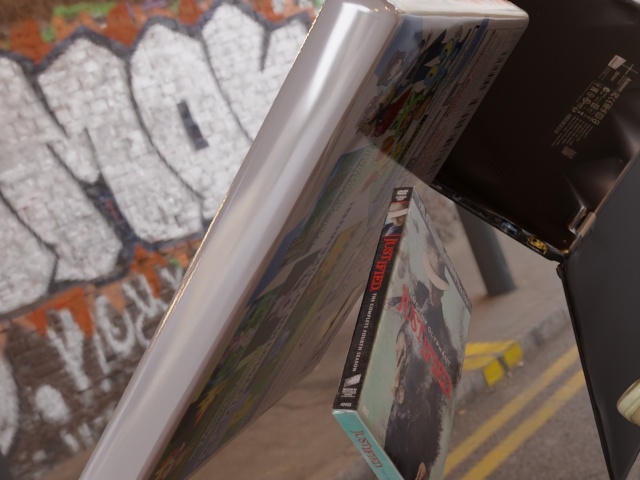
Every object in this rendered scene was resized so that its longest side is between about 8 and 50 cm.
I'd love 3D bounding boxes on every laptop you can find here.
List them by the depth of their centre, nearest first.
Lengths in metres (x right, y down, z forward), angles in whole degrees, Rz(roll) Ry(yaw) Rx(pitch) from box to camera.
[{"bbox_3d":[0.231,-0.053,0.910,0.382,0.408,0.236,-45,-19,-37],"label":"laptop"}]

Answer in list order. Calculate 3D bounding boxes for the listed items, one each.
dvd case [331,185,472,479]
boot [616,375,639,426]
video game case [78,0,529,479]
[{"bbox_3d":[0.040,0.048,0.397,0.013,0.087,0.119,-8,43,27],"label":"dvd case"},{"bbox_3d":[0.290,0.156,0.597,0.077,0.165,0.213,-45,-40,17],"label":"boot"},{"bbox_3d":[0.000,0.000,0.556,0.329,0.036,0.300,-60,-13,23],"label":"video game case"}]
